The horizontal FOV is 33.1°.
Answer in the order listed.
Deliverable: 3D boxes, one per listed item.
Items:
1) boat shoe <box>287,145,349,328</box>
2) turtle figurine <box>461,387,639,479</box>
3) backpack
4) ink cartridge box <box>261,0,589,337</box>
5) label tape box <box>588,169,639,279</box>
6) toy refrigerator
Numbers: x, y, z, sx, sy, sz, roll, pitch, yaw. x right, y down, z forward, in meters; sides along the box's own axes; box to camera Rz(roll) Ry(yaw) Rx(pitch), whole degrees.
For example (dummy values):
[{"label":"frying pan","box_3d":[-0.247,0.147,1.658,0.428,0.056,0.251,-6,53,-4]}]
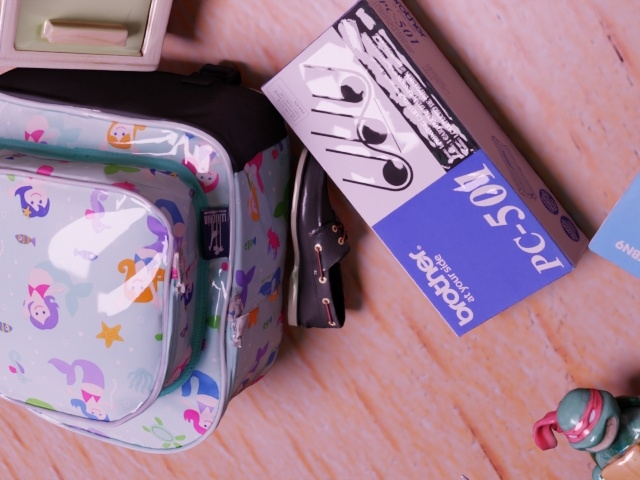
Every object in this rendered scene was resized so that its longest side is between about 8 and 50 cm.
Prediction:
[{"label":"boat shoe","box_3d":[0.000,-0.001,0.734,0.042,0.049,0.133,5,114,10]},{"label":"turtle figurine","box_3d":[0.218,0.156,0.663,0.234,0.118,0.175,31,138,-8]},{"label":"backpack","box_3d":[-0.138,0.021,0.732,0.225,0.191,0.254,11,121,19]},{"label":"ink cartridge box","box_3d":[0.065,-0.048,0.681,0.097,0.046,0.207,-36,95,34]},{"label":"label tape box","box_3d":[0.328,-0.082,0.510,0.249,0.115,0.348,32,124,9]},{"label":"toy refrigerator","box_3d":[-0.221,-0.164,0.628,0.094,0.269,0.102,48,130,42]}]
